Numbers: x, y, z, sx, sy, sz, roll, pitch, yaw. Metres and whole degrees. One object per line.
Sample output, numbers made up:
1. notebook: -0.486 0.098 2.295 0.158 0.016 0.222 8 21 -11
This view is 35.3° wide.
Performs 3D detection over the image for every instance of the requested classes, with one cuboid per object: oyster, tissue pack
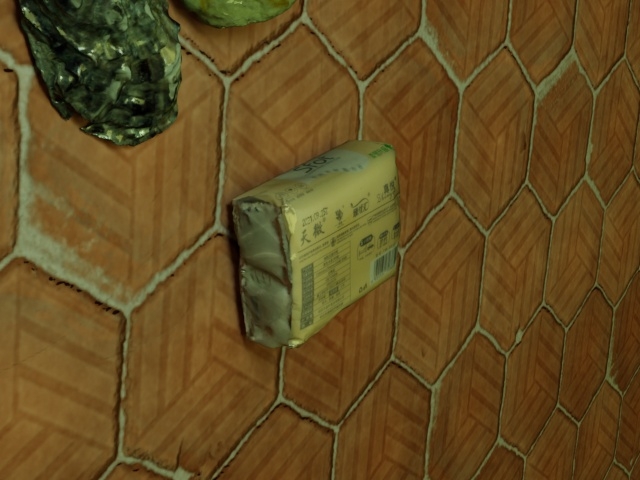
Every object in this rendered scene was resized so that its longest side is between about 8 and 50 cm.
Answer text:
1. oyster: -0.177 -0.196 0.863 0.199 0.087 0.252 -22 129 -49
2. tissue pack: 0.000 0.000 1.137 0.222 0.090 0.186 -31 126 -44

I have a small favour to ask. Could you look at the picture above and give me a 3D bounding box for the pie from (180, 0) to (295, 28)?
1. pie: -0.063 -0.331 0.955 0.201 0.089 0.248 -34 129 -48
